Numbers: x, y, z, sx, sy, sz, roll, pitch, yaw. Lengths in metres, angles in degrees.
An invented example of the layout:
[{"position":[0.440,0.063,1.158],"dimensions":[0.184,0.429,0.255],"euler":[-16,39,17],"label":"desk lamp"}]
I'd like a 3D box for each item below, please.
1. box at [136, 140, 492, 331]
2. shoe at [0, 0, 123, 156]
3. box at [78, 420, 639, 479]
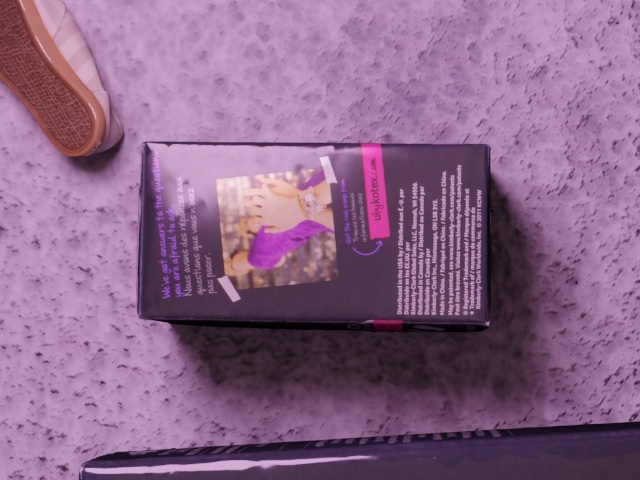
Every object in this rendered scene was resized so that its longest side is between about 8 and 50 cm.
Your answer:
[{"position":[0.000,0.000,1.500],"dimensions":[0.270,0.165,0.143],"euler":[1,86,5],"label":"box"},{"position":[-0.239,-0.162,1.592],"dimensions":[0.076,0.058,0.219],"euler":[-40,78,31],"label":"shoe"},{"position":[0.084,0.382,1.400],"dimensions":[0.472,0.297,0.479],"euler":[-4,85,2],"label":"box"}]
